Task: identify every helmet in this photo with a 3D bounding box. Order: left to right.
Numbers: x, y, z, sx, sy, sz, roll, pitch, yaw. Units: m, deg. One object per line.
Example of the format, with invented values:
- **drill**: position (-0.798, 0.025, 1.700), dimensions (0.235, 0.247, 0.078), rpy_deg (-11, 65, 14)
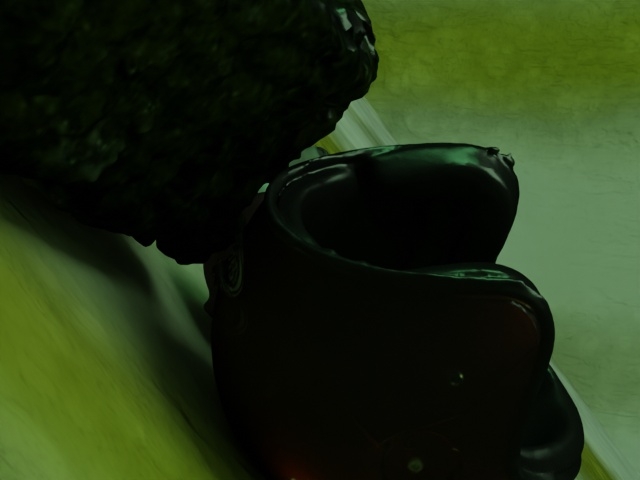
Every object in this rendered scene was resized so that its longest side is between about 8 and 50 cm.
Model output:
- **helmet**: position (0.042, 0.054, 0.899), dimensions (0.216, 0.193, 0.189), rpy_deg (42, 18, -18)

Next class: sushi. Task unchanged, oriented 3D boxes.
- **sushi**: position (-0.140, -0.161, 0.875), dimensions (0.294, 0.178, 0.352), rpy_deg (54, 11, 29)

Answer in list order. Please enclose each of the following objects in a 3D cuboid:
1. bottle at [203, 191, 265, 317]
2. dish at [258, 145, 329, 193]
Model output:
- **bottle**: position (0.016, 0.053, 1.077), dimensions (0.233, 0.110, 0.110), rpy_deg (43, 12, -47)
- **dish**: position (0.000, 0.000, 1.294), dimensions (0.228, 0.086, 0.236), rpy_deg (53, 8, 1)
